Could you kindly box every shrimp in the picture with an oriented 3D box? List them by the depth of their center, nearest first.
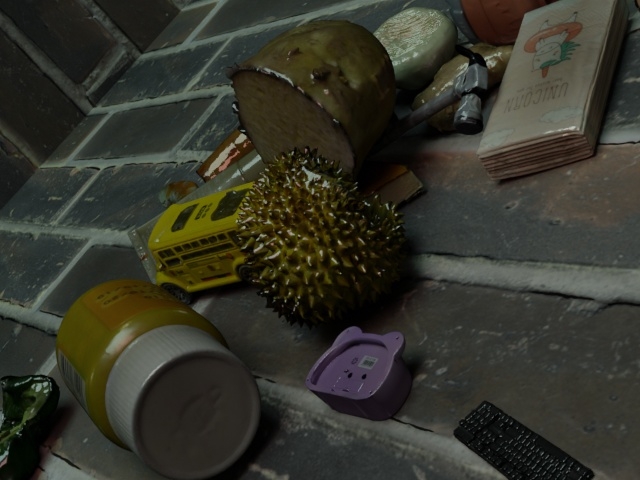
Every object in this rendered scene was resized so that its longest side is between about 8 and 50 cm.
[{"bbox_3d":[-0.323,-0.057,2.237,0.161,0.049,0.166,-2,54,51],"label":"shrimp"}]

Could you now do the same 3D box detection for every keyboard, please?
[{"bbox_3d":[0.208,0.225,1.105,0.060,0.018,0.195,-44,27,-9],"label":"keyboard"}]

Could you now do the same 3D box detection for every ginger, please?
[{"bbox_3d":[0.247,-0.270,1.725,0.213,0.074,0.137,-41,43,11],"label":"ginger"}]

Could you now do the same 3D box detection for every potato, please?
[{"bbox_3d":[0.017,-0.248,1.677,0.288,0.301,0.237,32,66,24],"label":"potato"}]

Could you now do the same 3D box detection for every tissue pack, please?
[{"bbox_3d":[0.347,-0.237,1.532,0.170,0.071,0.325,-10,42,39],"label":"tissue pack"}]

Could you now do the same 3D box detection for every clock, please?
[{"bbox_3d":[0.058,0.172,1.351,0.152,0.050,0.110,2,50,54],"label":"clock"}]

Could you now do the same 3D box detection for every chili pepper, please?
[{"bbox_3d":[-0.546,0.364,1.854,0.148,0.116,0.265,-13,38,26],"label":"chili pepper"}]

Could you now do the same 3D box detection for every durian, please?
[{"bbox_3d":[-0.010,-0.004,1.506,0.258,0.258,0.293,-41,21,4],"label":"durian"}]

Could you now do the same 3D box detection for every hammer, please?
[{"bbox_3d":[0.130,-0.179,1.691,0.427,0.044,0.152,-29,47,54],"label":"hammer"}]

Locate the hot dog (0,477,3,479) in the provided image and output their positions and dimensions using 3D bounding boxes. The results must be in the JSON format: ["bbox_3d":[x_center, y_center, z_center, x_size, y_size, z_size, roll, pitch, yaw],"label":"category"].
[{"bbox_3d":[-0.600,0.457,1.693,0.259,0.175,0.114,-39,-3,25],"label":"hot dog"}]

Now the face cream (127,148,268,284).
[{"bbox_3d":[-0.224,-0.056,2.038,0.341,0.084,0.137,-36,67,13],"label":"face cream"}]

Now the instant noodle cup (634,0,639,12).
[{"bbox_3d":[0.488,-0.228,1.155,0.243,0.231,0.243,-33,27,19],"label":"instant noodle cup"}]

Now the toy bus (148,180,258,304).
[{"bbox_3d":[-0.188,0.002,1.831,0.330,0.152,0.144,-14,39,44],"label":"toy bus"}]

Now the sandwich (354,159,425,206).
[{"bbox_3d":[0.073,-0.084,1.704,0.193,0.058,0.162,-35,27,19],"label":"sandwich"}]

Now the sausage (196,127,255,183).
[{"bbox_3d":[-0.128,-0.193,2.103,0.270,0.109,0.109,-39,26,9],"label":"sausage"}]

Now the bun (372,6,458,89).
[{"bbox_3d":[0.170,-0.342,1.908,0.183,0.102,0.183,-16,44,16],"label":"bun"}]

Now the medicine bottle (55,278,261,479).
[{"bbox_3d":[-0.244,0.198,1.533,0.224,0.224,0.384,-48,26,-11],"label":"medicine bottle"}]

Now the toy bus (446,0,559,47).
[{"bbox_3d":[0.345,-0.461,1.755,0.232,0.194,0.288,11,57,49],"label":"toy bus"}]

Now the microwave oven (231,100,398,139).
[{"bbox_3d":[-0.012,-0.244,1.928,0.247,0.178,0.188,-37,29,10],"label":"microwave oven"}]
